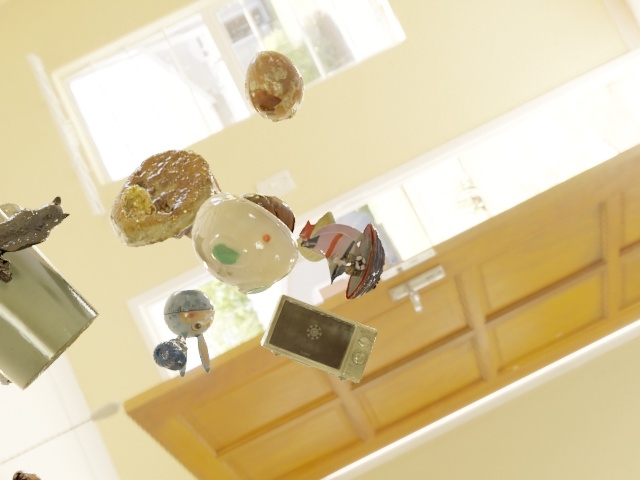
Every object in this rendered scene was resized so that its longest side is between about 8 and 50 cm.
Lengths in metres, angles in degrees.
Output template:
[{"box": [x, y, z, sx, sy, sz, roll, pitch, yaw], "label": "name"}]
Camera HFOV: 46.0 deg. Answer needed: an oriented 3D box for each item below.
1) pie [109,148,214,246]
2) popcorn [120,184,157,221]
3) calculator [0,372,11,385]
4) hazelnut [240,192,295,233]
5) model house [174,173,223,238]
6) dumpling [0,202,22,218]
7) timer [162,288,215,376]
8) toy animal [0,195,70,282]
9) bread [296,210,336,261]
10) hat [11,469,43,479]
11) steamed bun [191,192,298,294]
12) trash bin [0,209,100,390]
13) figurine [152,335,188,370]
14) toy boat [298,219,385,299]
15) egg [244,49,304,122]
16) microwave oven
[{"box": [-0.395, -0.114, 1.894, 0.092, 0.315, 0.315, 61, -179, -43], "label": "pie"}, {"box": [-0.409, -0.074, 1.658, 0.084, 0.084, 0.084, 64, 179, 1], "label": "popcorn"}, {"box": [-0.816, 0.272, 1.985, 0.246, 0.045, 0.141, -121, 41, -58], "label": "calculator"}, {"box": [-0.175, -0.034, 2.165, 0.208, 0.208, 0.208, 64, 179, 1], "label": "hazelnut"}, {"box": [-0.409, -0.103, 2.406, 0.237, 0.237, 0.202, 45, -177, -43], "label": "model house"}, {"box": [-0.887, -0.042, 2.170, 0.100, 0.169, 0.134, -53, -58, -81], "label": "dumpling"}, {"box": [-0.384, 0.264, 2.295, 0.255, 0.175, 0.175, 64, 180, 21], "label": "timer"}, {"box": [-0.625, -0.027, 1.539, 0.121, 0.210, 0.117, 47, 175, 23], "label": "toy animal"}, {"box": [-0.001, 0.005, 2.283, 0.193, 0.036, 0.112, -42, 59, 43], "label": "bread"}, {"box": [-0.770, 0.701, 1.968, 0.089, 0.205, 0.205, -22, -97, -47], "label": "hat"}, {"box": [-0.145, 0.012, 1.351, 0.228, 0.131, 0.177, 20, 151, 44], "label": "steamed bun"}, {"box": [-0.745, 0.107, 1.714, 0.432, 0.280, 0.280, 45, -179, -6], "label": "trash bin"}, {"box": [-0.373, 0.270, 1.885, 0.136, 0.077, 0.079, -95, -15, -68], "label": "figurine"}, {"box": [0.072, 0.018, 2.135, 0.072, 0.219, 0.318, 7, 143, 53], "label": "toy boat"}, {"box": [-0.149, -0.496, 2.410, 0.195, 0.194, 0.233, -121, 13, -82], "label": "egg"}, {"box": [-0.009, 0.234, 1.799, 0.240, 0.145, 0.194, 21, 170, -4], "label": "microwave oven"}]
